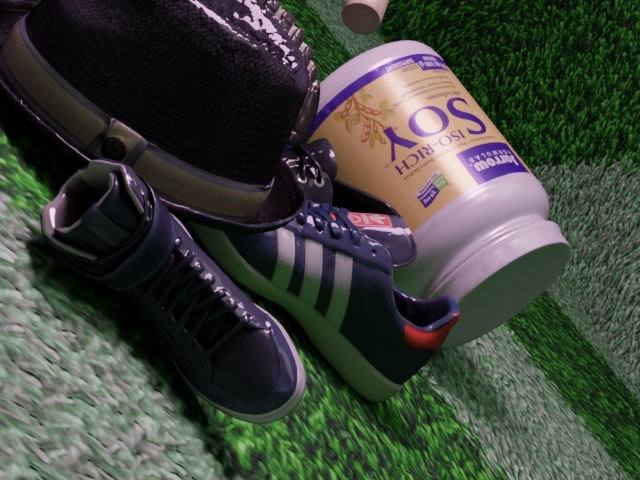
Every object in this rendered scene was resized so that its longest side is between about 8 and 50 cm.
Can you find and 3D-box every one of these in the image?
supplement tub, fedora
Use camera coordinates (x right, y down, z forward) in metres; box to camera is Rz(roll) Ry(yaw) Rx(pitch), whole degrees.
[{"bbox_3d":[0.133,-0.057,1.934,0.331,0.241,0.241,54,13,22],"label":"supplement tub"},{"bbox_3d":[-0.129,-0.156,1.343,0.334,0.152,0.334,30,20,-13],"label":"fedora"}]

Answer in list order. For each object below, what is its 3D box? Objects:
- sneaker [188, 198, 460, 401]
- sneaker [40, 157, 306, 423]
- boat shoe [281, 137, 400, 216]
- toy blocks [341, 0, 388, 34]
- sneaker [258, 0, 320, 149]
[{"bbox_3d":[0.000,0.000,1.515,0.350,0.148,0.131,43,14,-26],"label":"sneaker"},{"bbox_3d":[-0.112,0.034,1.129,0.226,0.086,0.163,45,-2,27],"label":"sneaker"},{"bbox_3d":[-0.020,-0.061,1.706,0.340,0.113,0.127,38,17,-44],"label":"boat shoe"},{"bbox_3d":[-0.080,-0.330,1.682,0.309,0.288,0.260,33,48,-16],"label":"toy blocks"},{"bbox_3d":[-0.143,-0.207,1.561,0.330,0.147,0.130,41,53,-9],"label":"sneaker"}]
